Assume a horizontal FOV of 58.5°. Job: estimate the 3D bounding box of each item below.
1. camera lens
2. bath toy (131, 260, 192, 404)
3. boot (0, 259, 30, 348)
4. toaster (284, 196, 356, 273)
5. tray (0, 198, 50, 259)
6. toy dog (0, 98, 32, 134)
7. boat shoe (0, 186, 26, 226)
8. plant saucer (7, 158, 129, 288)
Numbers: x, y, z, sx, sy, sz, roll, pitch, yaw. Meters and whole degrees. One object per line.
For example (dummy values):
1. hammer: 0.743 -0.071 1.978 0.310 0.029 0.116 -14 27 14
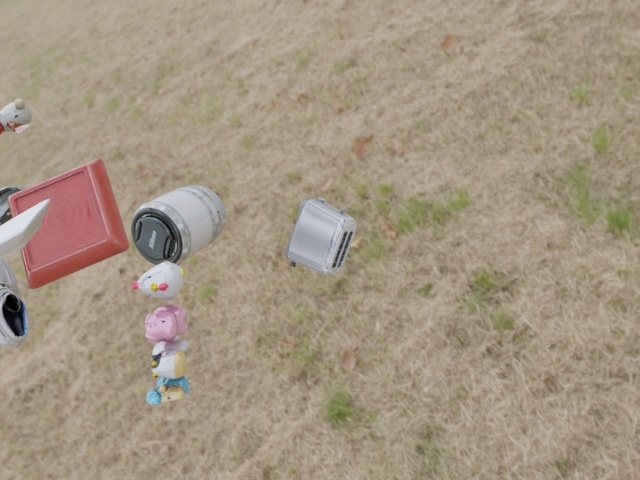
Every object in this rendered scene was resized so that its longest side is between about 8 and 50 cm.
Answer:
1. camera lens: -0.467 -0.052 1.890 0.219 0.219 0.274 -12 16 29
2. bath toy: -0.400 0.229 1.450 0.129 0.348 0.151 -9 11 -37
3. boot: -0.799 0.141 1.457 0.095 0.258 0.123 -17 -7 -44
4. toaster: 0.000 0.000 1.614 0.146 0.129 0.227 24 99 23
5. tray: -0.562 0.030 0.928 0.270 0.030 0.145 -29 24 6
6. toy dog: -0.885 -0.312 1.486 0.161 0.220 0.334 -48 30 35
7. boat shoe: -1.037 -0.067 1.772 0.302 0.114 0.091 -42 -8 -2
8. plant saucer: -0.617 -0.049 1.369 0.259 0.048 0.259 -23 74 1
